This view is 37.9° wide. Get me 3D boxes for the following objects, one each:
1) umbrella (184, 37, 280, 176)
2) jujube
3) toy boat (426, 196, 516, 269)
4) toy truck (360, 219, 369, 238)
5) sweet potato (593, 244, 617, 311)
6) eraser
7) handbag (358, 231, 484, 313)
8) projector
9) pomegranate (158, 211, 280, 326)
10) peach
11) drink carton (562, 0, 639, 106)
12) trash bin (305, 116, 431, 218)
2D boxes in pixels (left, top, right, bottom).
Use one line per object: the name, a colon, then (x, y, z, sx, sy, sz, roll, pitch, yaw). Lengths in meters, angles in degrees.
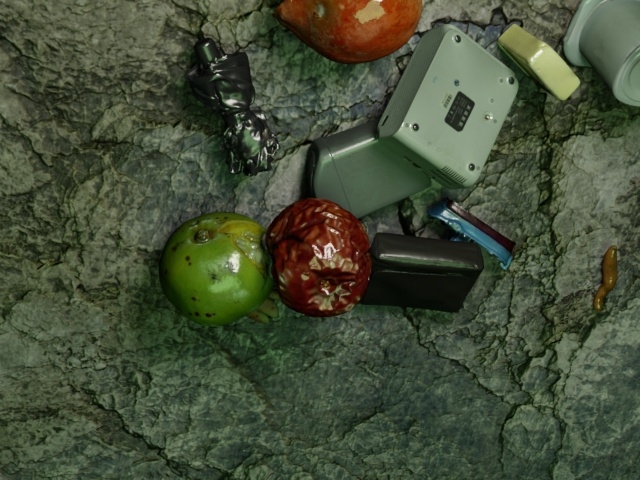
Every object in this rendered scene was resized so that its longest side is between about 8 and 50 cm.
umbrella: (-0.164, -0.254, 1.759, 0.122, 0.110, 0.272, -22, 114, 2)
jujube: (-0.001, 0.028, 1.755, 0.213, 0.232, 0.213, -7, 121, -12)
toy boat: (0.318, -0.002, 1.970, 0.223, 0.100, 0.097, 32, 98, -20)
toy truck: (0.000, 0.000, 1.923, 0.201, 0.088, 0.074, -8, 119, -6)
sweet potato: (0.651, 0.084, 2.109, 0.044, 0.044, 0.179, -4, 124, -8)
eraser: (0.414, -0.340, 1.772, 0.058, 0.172, 0.117, -43, 115, 11)
handbag: (0.205, 0.070, 1.965, 0.247, 0.080, 0.223, 6, 148, -7)
projector: (0.247, -0.252, 1.772, 0.198, 0.108, 0.250, 32, 75, -23)
pomegranate: (-0.186, 0.078, 1.869, 0.236, 0.236, 0.302, -31, 140, 6)
peach: (0.043, -0.415, 1.640, 0.256, 0.232, 0.232, -20, 119, -11)
drink carton: (0.585, -0.357, 1.769, 0.191, 0.190, 0.185, 8, 132, -19)
trash bin: (0.086, -0.141, 1.863, 0.236, 0.101, 0.177, -21, 117, -2)
